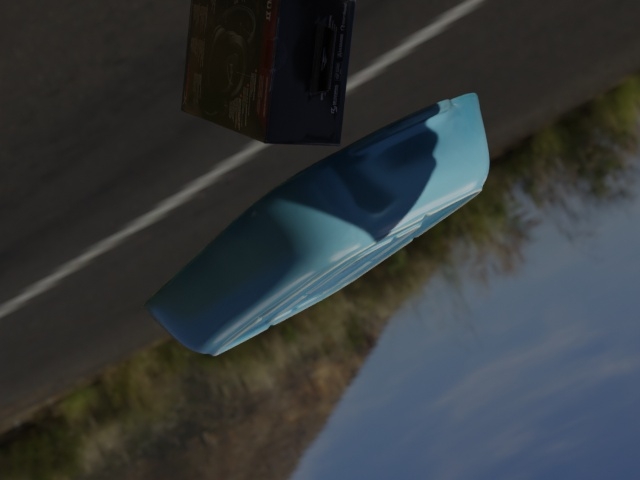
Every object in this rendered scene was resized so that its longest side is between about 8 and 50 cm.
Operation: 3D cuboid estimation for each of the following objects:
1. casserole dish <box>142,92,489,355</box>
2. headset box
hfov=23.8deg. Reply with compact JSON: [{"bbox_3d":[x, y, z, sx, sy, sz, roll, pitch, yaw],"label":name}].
[{"bbox_3d":[0.000,0.000,0.615,0.114,0.037,0.188,-27,173,-34],"label":"casserole dish"},{"bbox_3d":[-0.018,-0.069,0.544,0.032,0.062,0.083,-1,-167,-30],"label":"headset box"}]
